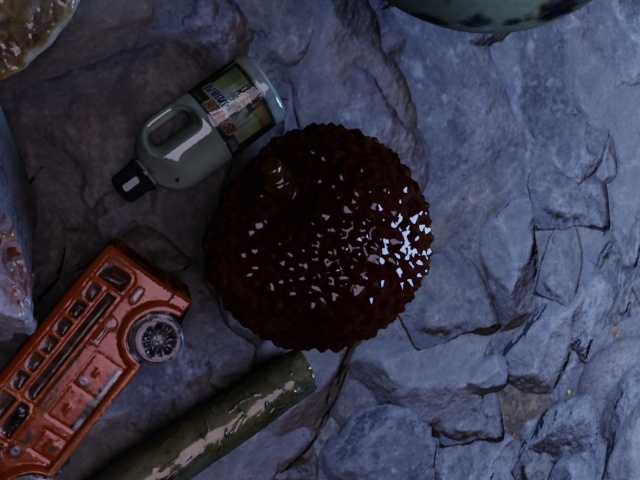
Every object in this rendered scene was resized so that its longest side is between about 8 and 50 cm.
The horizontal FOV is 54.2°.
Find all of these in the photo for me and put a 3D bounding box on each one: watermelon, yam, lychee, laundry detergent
[{"bbox_3d":[-0.381,-0.006,0.606,0.232,0.193,0.310,28,68,8],"label":"watermelon"},{"bbox_3d":[-0.169,0.270,0.838,0.372,0.083,0.083,-33,111,-14],"label":"yam"},{"bbox_3d":[0.000,0.000,0.756,0.276,0.276,0.304,-46,139,-9],"label":"lychee"},{"bbox_3d":[-0.155,-0.127,0.767,0.226,0.070,0.099,-38,121,-11],"label":"laundry detergent"}]

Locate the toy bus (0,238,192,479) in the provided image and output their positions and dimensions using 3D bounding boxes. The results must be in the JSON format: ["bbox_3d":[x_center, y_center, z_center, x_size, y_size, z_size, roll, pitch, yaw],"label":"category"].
[{"bbox_3d":[-0.294,0.163,0.731,0.153,0.143,0.329,39,85,-14],"label":"toy bus"}]

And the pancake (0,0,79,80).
[{"bbox_3d":[-0.414,-0.321,0.599,0.387,0.082,0.386,-2,103,-10],"label":"pancake"}]

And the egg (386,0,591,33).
[{"bbox_3d":[0.174,-0.418,0.700,0.428,0.345,0.344,10,97,-9],"label":"egg"}]
